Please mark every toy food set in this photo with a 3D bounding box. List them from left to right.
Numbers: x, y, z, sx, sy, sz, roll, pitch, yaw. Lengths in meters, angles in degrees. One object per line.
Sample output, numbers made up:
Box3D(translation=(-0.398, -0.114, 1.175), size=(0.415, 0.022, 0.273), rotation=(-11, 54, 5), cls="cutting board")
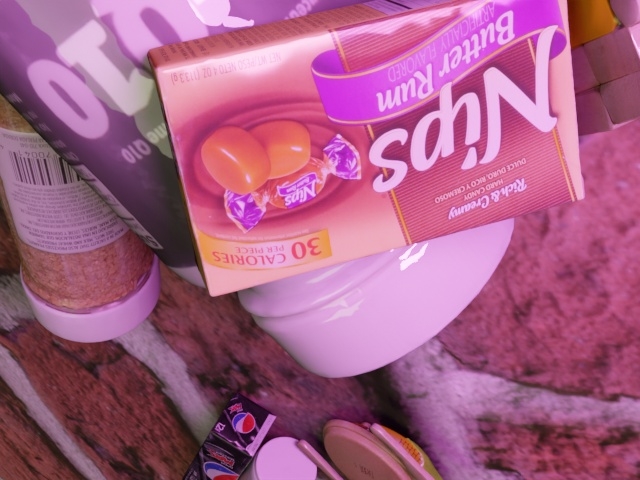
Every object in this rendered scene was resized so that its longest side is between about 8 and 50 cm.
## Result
Box3D(translation=(0.060, 0.220, 1.047), size=(0.132, 0.038, 0.192), rotation=(46, 152, -8), cls="toy food set")

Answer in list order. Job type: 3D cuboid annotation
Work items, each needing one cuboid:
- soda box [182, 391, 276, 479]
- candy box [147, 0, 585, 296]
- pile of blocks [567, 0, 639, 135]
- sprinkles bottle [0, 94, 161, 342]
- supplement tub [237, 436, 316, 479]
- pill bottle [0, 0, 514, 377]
Box3D(translation=(-0.104, 0.233, 1.164), size=(0.053, 0.060, 0.169), rotation=(31, 146, 1), cls="soda box")
Box3D(translation=(0.024, -0.052, 0.485), size=(0.053, 0.187, 0.109), rotation=(-124, 22, -67), cls="candy box")
Box3D(translation=(0.155, -0.196, 0.407), size=(0.149, 0.113, 0.362), rotation=(57, 165, 33), cls="pile of blocks")
Box3D(translation=(-0.200, -0.062, 0.824), size=(0.121, 0.121, 0.355), rotation=(23, 144, 15), cls="sprinkles bottle")
Box3D(translation=(-0.051, 0.265, 1.153), size=(0.071, 0.071, 0.107), rotation=(32, 145, 1), cls="supplement tub")
Box3D(translation=(-0.059, -0.103, 0.587), size=(0.204, 0.204, 0.361), rotation=(-15, 125, 48), cls="pill bottle")
